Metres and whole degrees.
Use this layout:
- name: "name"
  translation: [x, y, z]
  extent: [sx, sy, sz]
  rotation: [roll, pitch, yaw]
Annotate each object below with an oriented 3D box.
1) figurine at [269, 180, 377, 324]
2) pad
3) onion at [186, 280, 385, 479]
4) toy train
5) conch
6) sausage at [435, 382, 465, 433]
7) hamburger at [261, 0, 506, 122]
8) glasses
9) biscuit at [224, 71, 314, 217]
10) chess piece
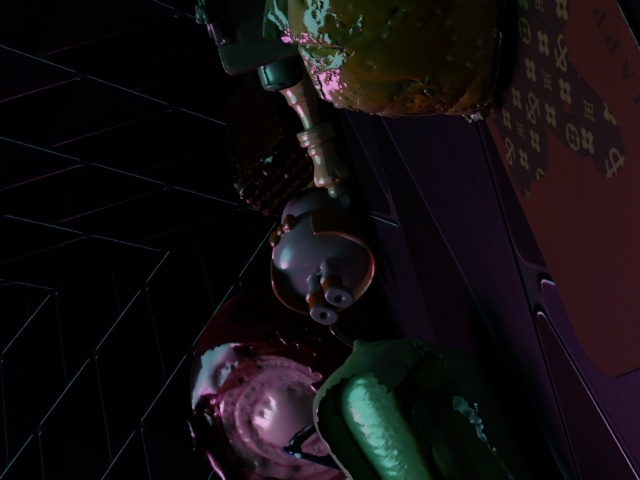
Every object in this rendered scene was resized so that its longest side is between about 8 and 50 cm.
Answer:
- name: "figurine"
  translation: [-0.007, -0.003, 1.104]
  extent: [0.143, 0.143, 0.271]
  rotation: [77, 172, -48]
- name: "pad"
  translation: [0.096, -0.073, 0.378]
  extent: [0.181, 0.004, 0.267]
  rotation: [89, 162, -74]
- name: "onion"
  translation: [-0.029, 0.214, 1.286]
  extent: [0.341, 0.341, 0.341]
  rotation: [162, 90, -86]
- name: "toy train"
  translation: [-0.085, -0.313, 0.865]
  extent: [0.159, 0.129, 0.326]
  rotation: [-103, -5, -78]
- name: "conch"
  translation: [0.097, 0.169, 0.632]
  extent: [0.137, 0.143, 0.250]
  rotation: [16, -154, -43]
- name: "sausage"
  translation: [0.139, 0.208, 0.762]
  extent: [0.043, 0.043, 0.186]
  rotation: [-123, 16, -74]
- name: "hamburger"
  translation: [0.027, -0.117, 0.388]
  extent: [0.087, 0.102, 0.176]
  rotation: [47, 157, 50]
- name: "glasses"
  translation: [0.048, 0.213, 1.044]
  extent: [0.102, 0.239, 0.206]
  rotation: [-24, -75, -51]
- name: "biscuit"
  translation: [-0.075, -0.157, 1.244]
  extent: [0.073, 0.107, 0.388]
  rotation: [41, -166, -23]
- name: "chess piece"
  translation: [-0.005, -0.134, 1.046]
  extent: [0.060, 0.060, 0.172]
  rotation: [-141, 29, -82]
